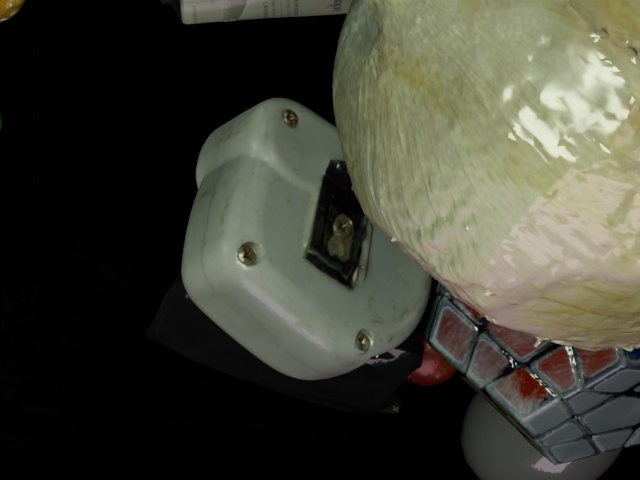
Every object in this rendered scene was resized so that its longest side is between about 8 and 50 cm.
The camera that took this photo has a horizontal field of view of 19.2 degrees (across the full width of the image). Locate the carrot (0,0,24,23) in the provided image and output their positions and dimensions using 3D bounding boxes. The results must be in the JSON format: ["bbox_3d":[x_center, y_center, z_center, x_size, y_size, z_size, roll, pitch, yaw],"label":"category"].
[{"bbox_3d":[-0.331,-0.201,1.659,0.082,0.082,0.173,22,152,-32],"label":"carrot"}]

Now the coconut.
[{"bbox_3d":[0.184,-0.129,1.378,0.404,0.405,0.404,4,155,2],"label":"coconut"}]

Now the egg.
[{"bbox_3d":[0.282,0.231,2.340,0.176,0.176,0.232,21,148,-30],"label":"egg"}]

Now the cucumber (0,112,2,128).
[{"bbox_3d":[-0.343,-0.147,1.824,0.037,0.037,0.155,-1,155,13],"label":"cucumber"}]

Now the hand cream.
[{"bbox_3d":[-0.045,-0.215,1.620,0.186,0.054,0.087,-2,159,-1],"label":"hand cream"}]

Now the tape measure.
[{"bbox_3d":[0.000,0.000,1.844,0.258,0.265,0.130,31,142,-31],"label":"tape measure"}]

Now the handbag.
[{"bbox_3d":[-0.037,0.123,2.264,0.332,0.075,0.192,18,147,-10],"label":"handbag"}]

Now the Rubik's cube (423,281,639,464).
[{"bbox_3d":[0.250,0.058,1.842,0.319,0.319,0.264,19,161,-28],"label":"Rubik's cube"}]

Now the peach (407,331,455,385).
[{"bbox_3d":[0.127,0.146,2.324,0.098,0.061,0.098,3,161,1],"label":"peach"}]
